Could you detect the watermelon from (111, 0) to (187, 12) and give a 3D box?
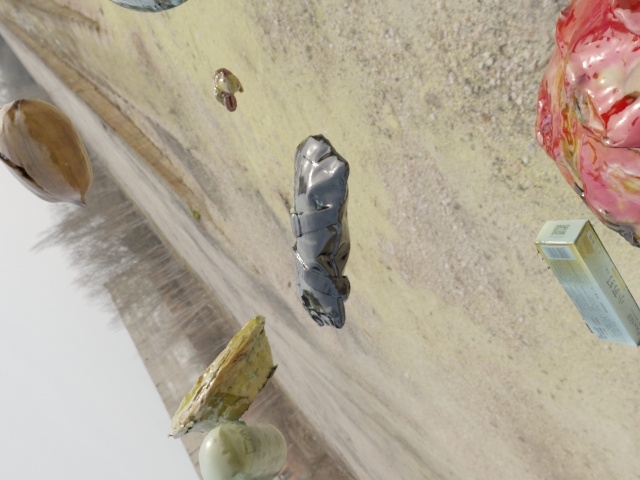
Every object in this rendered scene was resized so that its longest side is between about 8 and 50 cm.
[{"bbox_3d":[-0.305,-0.493,0.679,0.320,0.214,0.289,19,162,-32],"label":"watermelon"}]

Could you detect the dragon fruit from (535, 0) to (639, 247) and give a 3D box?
[{"bbox_3d":[0.374,-0.175,0.338,0.386,0.371,0.249,-9,158,26],"label":"dragon fruit"}]

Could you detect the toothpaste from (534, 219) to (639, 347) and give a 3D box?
[{"bbox_3d":[0.543,0.091,0.871,0.313,0.071,0.089,48,157,-21],"label":"toothpaste"}]

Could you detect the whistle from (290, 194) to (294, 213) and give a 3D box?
[{"bbox_3d":[-0.011,-0.145,1.141,0.131,0.288,0.106,25,148,-34],"label":"whistle"}]

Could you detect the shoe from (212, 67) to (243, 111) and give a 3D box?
[{"bbox_3d":[-0.224,-0.368,1.067,0.069,0.072,0.109,52,137,8],"label":"shoe"}]

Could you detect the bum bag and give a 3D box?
[{"bbox_3d":[0.000,0.000,0.711,0.144,0.095,0.340,-140,46,-58],"label":"bum bag"}]

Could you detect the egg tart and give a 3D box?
[{"bbox_3d":[-0.190,0.302,0.938,0.120,0.315,0.315,39,162,-4],"label":"egg tart"}]

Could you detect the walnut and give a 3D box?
[{"bbox_3d":[-0.747,-0.224,1.204,0.209,0.209,0.336,36,150,44],"label":"walnut"}]

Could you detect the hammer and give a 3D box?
[{"bbox_3d":[-0.121,0.466,0.731,0.202,0.113,0.305,51,-151,-61],"label":"hammer"}]
